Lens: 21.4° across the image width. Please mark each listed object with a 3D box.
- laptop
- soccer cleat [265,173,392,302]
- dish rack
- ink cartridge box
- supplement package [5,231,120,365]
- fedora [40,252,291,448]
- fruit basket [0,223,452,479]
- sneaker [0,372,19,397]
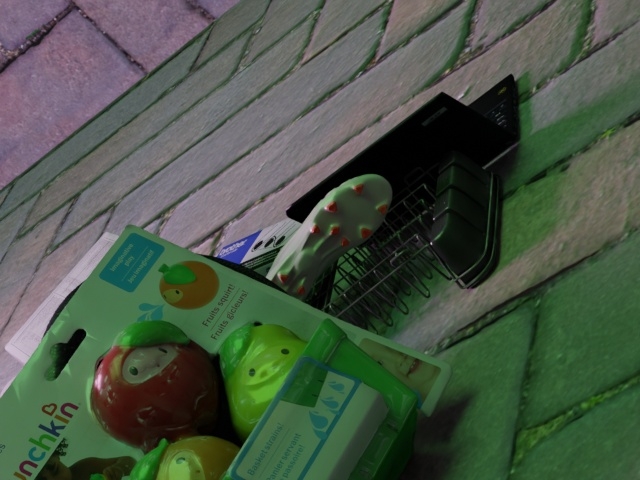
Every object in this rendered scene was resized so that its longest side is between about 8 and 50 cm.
[{"bbox_3d":[0.097,-0.112,1.952,0.234,0.136,0.264,-36,21,23],"label":"laptop"},{"bbox_3d":[0.000,0.000,1.827,0.196,0.068,0.076,-48,14,9],"label":"soccer cleat"},{"bbox_3d":[0.070,0.027,1.831,0.271,0.074,0.208,-38,18,26],"label":"dish rack"},{"bbox_3d":[-0.074,0.029,2.162,0.207,0.046,0.097,-24,27,48],"label":"ink cartridge box"},{"bbox_3d":[-0.215,0.134,1.998,0.198,0.199,0.262,-50,19,-11],"label":"supplement package"},{"bbox_3d":[-0.132,0.181,1.674,0.334,0.334,0.152,-60,-7,-36],"label":"fedora"},{"bbox_3d":[-0.105,0.159,1.498,0.327,0.353,0.165,-56,-13,-30],"label":"fruit basket"},{"bbox_3d":[-0.320,0.188,2.270,0.321,0.124,0.180,-51,20,17],"label":"sneaker"}]
